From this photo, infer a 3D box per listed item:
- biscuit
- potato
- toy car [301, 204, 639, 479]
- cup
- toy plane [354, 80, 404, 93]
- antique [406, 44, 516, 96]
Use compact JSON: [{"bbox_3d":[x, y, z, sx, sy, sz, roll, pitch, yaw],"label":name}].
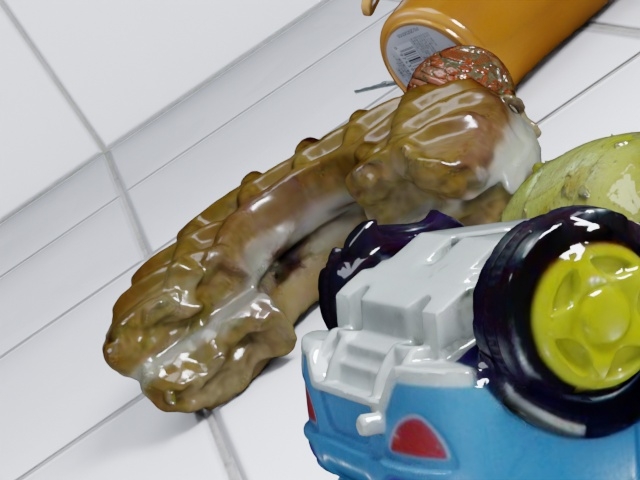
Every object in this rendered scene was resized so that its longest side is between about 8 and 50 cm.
[{"bbox_3d":[0.010,-0.011,1.320,0.366,0.115,0.268,-28,16,18],"label":"biscuit"},{"bbox_3d":[0.172,-0.012,1.028,0.105,0.085,0.188,-62,19,-15],"label":"potato"},{"bbox_3d":[0.148,0.055,0.711,0.314,0.165,0.198,-8,6,-22],"label":"toy car"},{"bbox_3d":[0.158,-0.251,1.642,0.226,0.182,0.264,22,54,25],"label":"cup"},{"bbox_3d":[0.129,-0.184,1.753,0.226,0.058,0.226,-19,22,18],"label":"toy plane"},{"bbox_3d":[0.124,-0.122,1.472,0.104,0.104,0.104,-32,14,9],"label":"antique"}]
